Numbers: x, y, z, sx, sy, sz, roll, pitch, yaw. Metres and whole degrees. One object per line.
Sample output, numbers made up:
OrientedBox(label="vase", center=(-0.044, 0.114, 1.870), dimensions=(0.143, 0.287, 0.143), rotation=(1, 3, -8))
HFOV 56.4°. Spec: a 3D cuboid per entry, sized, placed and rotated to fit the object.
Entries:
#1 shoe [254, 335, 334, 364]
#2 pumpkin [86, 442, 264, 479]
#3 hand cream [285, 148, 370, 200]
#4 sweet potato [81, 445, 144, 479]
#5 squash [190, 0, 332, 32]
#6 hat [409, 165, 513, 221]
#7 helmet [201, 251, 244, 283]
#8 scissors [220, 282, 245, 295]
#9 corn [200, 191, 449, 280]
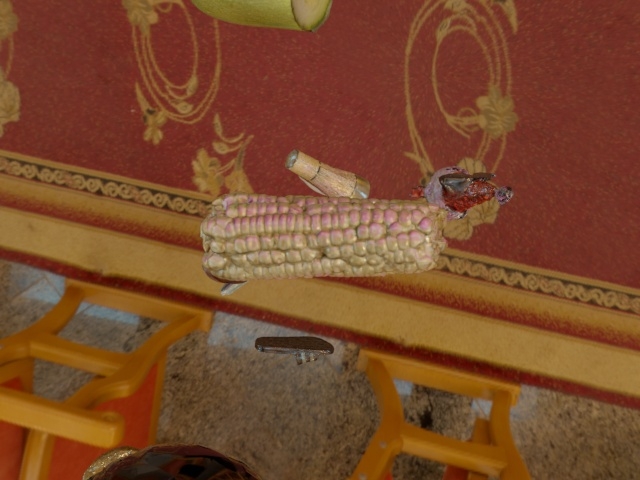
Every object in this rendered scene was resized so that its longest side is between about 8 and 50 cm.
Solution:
OrientedBox(label="shoe", center=(-0.060, 0.252, 1.348), dimensions=(0.179, 0.071, 0.049), rotation=(4, 107, -11))
OrientedBox(label="pumpkin", center=(-0.128, 0.300, 0.526), dimensions=(0.233, 0.163, 0.233), rotation=(5, 69, -12))
OrientedBox(label="hand cream", center=(0.012, -0.135, 1.288), dimensions=(0.203, 0.084, 0.084), rotation=(26, 112, -32))
OrientedBox(label="sweet potato", center=(-0.307, 0.469, 1.017), dimensions=(0.158, 0.157, 0.369), rotation=(18, 139, 5))
OrientedBox(label="squash", center=(-0.080, -0.303, 0.677), dimensions=(0.187, 0.123, 0.123), rotation=(16, 108, 25))
OrientedBox(label="hat", center=(0.319, -0.106, 1.284), dimensions=(0.140, 0.227, 0.128), rotation=(19, 85, -26))
OrientedBox(label="helmet", center=(-0.257, 0.068, 1.775), dimensions=(0.175, 0.106, 0.155), rotation=(0, 104, -24))
OrientedBox(label="scissors", center=(-0.221, 0.091, 1.905), dimensions=(0.030, 0.256, 0.125), rotation=(-15, 113, 56))
OrientedBox(label="corn", center=(0.000, -0.002, 0.804), dimensions=(0.335, 0.126, 0.126), rotation=(2, 105, 13))
